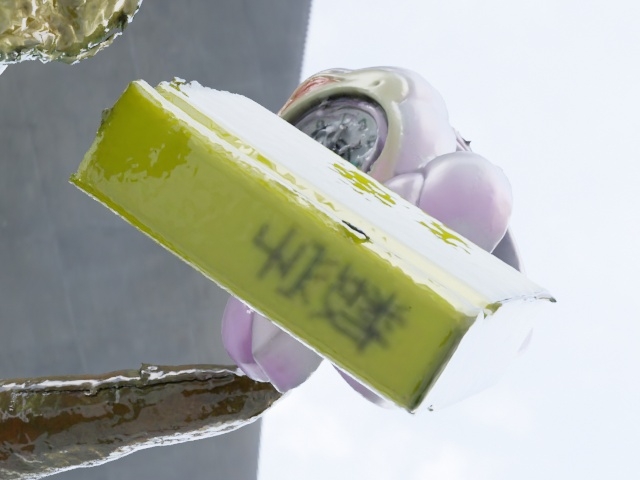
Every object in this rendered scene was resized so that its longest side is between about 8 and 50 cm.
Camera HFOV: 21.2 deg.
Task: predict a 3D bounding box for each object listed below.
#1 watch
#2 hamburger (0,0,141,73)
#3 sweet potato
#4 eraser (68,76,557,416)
[{"bbox_3d":[0.064,0.015,1.157,0.211,0.248,0.217,-27,-47,22],"label":"watch"},{"bbox_3d":[-0.209,-0.174,0.735,0.285,0.134,0.266,15,-95,-41],"label":"hamburger"},{"bbox_3d":[-0.151,0.122,1.207,0.273,0.075,0.075,-12,-67,21],"label":"sweet potato"},{"bbox_3d":[0.000,0.000,0.872,0.226,0.158,0.069,33,-79,17],"label":"eraser"}]
